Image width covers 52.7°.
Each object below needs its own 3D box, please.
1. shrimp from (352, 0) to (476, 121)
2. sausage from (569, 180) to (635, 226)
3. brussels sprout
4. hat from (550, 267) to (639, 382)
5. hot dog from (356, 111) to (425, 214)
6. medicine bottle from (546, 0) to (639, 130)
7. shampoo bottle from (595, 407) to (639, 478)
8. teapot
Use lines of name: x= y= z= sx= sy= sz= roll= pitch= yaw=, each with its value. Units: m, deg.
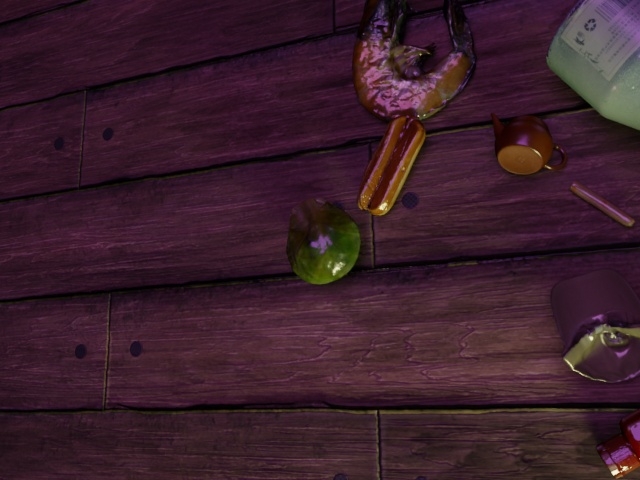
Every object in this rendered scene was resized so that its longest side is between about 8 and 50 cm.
shrimp: x=0.204 y=-0.474 z=1.416 sx=0.271 sy=0.085 sz=0.446 roll=0 pitch=81 yaw=17
sausage: x=0.530 y=-0.069 z=1.217 sx=0.132 sy=0.024 sz=0.024 roll=41 pitch=95 yaw=24
brussels sprout: x=0.005 y=-0.001 z=1.356 sx=0.161 sy=0.143 sz=0.181 roll=-19 pitch=81 yaw=53
hat: x=0.509 y=0.152 z=1.164 sx=0.166 sy=0.144 sz=0.173 roll=-20 pitch=27 yaw=19
hot dog: x=0.152 y=-0.165 z=1.369 sx=0.092 sy=0.062 sz=0.236 roll=30 pitch=95 yaw=20
medicine bottle: x=0.586 y=-0.308 z=1.135 sx=0.245 sy=0.245 sz=0.290 roll=-40 pitch=69 yaw=9
shampoo bottle: x=0.591 y=0.308 z=1.081 sx=0.260 sy=0.064 sz=0.102 roll=-35 pitch=89 yaw=12
teapot: x=0.405 y=-0.194 z=1.261 sx=0.173 sy=0.116 sz=0.116 roll=25 pitch=88 yaw=-2
